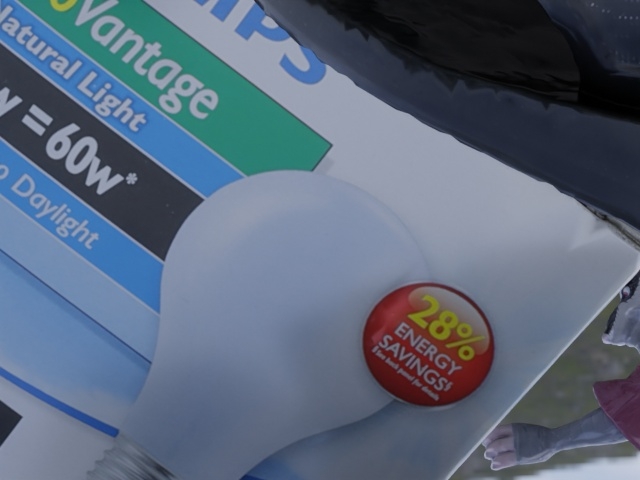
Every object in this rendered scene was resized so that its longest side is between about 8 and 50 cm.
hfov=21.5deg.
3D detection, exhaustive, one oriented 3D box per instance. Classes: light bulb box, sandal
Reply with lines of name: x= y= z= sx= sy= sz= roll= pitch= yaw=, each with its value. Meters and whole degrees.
light bulb box: x=-0.059 y=-0.004 z=0.954 sx=0.358 sy=0.361 sz=0.225 roll=37 pitch=-159 yaw=-3
sandal: x=0.147 y=-0.065 z=0.565 sx=0.446 sy=0.107 sz=0.167 roll=34 pitch=-145 yaw=27

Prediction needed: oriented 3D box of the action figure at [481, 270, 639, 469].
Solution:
action figure: x=0.298 y=0.145 z=1.127 sx=0.248 sy=0.370 sz=0.276 roll=-9 pitch=160 yaw=-37
